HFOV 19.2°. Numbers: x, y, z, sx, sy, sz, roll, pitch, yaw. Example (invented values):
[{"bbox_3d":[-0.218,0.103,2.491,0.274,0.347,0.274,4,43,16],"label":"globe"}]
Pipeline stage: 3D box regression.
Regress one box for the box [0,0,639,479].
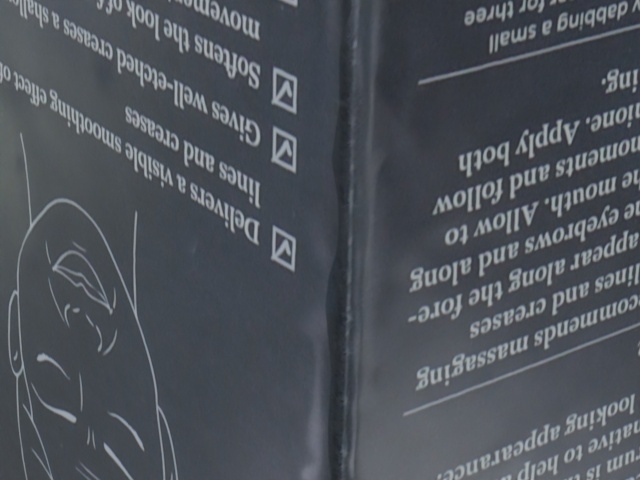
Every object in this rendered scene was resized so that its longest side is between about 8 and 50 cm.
[{"bbox_3d":[0.000,0.000,0.712,0.212,0.395,0.293,-17,-148,-33],"label":"box"}]
